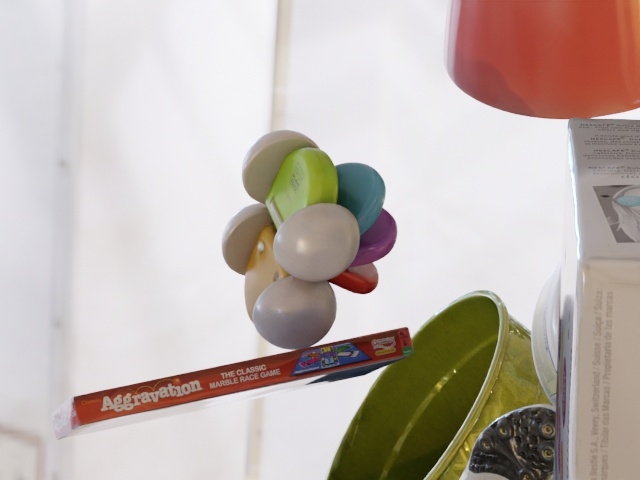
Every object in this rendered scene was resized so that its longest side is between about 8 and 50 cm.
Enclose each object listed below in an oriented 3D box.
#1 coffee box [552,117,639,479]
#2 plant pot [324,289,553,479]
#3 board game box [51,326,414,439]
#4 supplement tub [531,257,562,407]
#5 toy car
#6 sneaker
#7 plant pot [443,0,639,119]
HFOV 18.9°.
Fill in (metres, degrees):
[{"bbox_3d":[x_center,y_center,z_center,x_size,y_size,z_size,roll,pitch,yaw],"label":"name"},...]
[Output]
[{"bbox_3d":[0.345,0.117,1.407,0.338,0.338,0.334,2,-159,5],"label":"coffee box"},{"bbox_3d":[0.247,0.310,2.400,0.353,0.366,0.366,35,-169,-14],"label":"plant pot"},{"bbox_3d":[-0.076,0.119,1.595,0.281,0.027,0.145,-11,171,-17],"label":"board game box"},{"bbox_3d":[0.326,0.089,1.855,0.235,0.235,0.325,5,173,4],"label":"supplement tub"},{"bbox_3d":[0.000,0.000,1.686,0.136,0.182,0.159,1,-143,-23],"label":"toy car"},{"bbox_3d":[0.192,0.234,1.925,0.086,0.237,0.085,-27,-114,-40],"label":"sneaker"},{"bbox_3d":[0.247,-0.290,1.895,0.275,0.243,0.275,-6,-143,4],"label":"plant pot"}]
